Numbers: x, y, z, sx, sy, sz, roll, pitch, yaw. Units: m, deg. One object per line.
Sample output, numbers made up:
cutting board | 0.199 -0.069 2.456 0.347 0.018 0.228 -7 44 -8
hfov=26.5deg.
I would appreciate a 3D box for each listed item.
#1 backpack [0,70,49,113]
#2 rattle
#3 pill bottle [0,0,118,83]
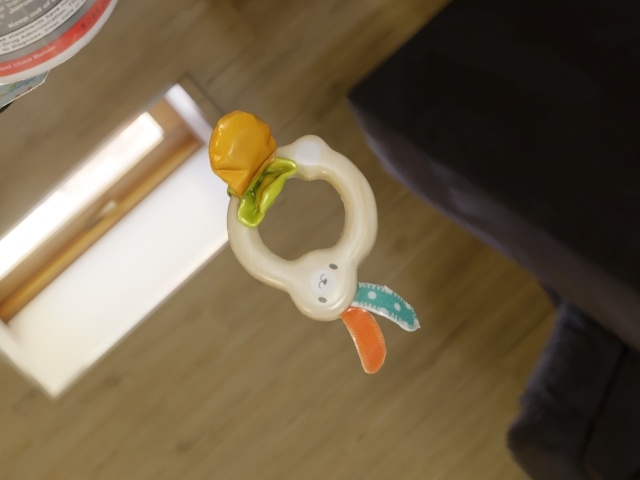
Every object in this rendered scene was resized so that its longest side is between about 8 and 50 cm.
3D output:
backpack | -0.412 -0.249 1.479 0.273 0.290 0.355 48 145 21
rattle | 0.000 0.000 1.067 0.143 0.130 0.199 108 140 -66
pill bottle | -0.276 -0.278 0.926 0.210 0.210 0.363 46 170 22
